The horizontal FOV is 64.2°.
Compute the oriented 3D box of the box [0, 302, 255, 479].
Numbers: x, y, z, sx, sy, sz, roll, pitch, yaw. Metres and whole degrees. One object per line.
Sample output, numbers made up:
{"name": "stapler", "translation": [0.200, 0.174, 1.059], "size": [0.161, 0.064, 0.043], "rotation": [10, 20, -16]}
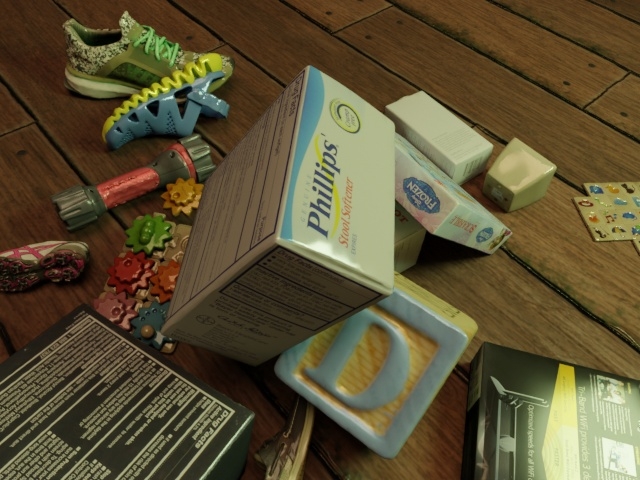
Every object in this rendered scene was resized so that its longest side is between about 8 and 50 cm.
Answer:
{"name": "box", "translation": [-0.286, 0.285, 0.617], "size": [0.294, 0.183, 0.296], "rotation": [27, 43, 17]}

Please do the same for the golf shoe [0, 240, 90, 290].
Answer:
{"name": "golf shoe", "translation": [-0.505, 0.041, 0.901], "size": [0.186, 0.067, 0.086], "rotation": [-6, 26, -8]}

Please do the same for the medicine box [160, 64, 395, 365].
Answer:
{"name": "medicine box", "translation": [-0.053, -0.017, 0.651], "size": [0.149, 0.289, 0.263], "rotation": [27, 50, -26]}

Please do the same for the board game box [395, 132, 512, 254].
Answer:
{"name": "board game box", "translation": [0.174, -0.116, 0.932], "size": [0.318, 0.066, 0.318], "rotation": [50, 20, 29]}

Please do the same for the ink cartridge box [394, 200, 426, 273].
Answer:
{"name": "ink cartridge box", "translation": [0.000, 0.000, 0.914], "size": [0.306, 0.131, 0.226], "rotation": [-25, 57, -22]}

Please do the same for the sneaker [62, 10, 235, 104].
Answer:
{"name": "sneaker", "translation": [-0.409, -0.434, 1.192], "size": [0.410, 0.182, 0.158], "rotation": [-2, 52, -6]}

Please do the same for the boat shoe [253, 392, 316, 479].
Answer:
{"name": "boat shoe", "translation": [-0.058, 0.307, 0.704], "size": [0.073, 0.080, 0.224], "rotation": [13, 57, 1]}

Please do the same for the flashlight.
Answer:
{"name": "flashlight", "translation": [-0.357, -0.111, 0.997], "size": [0.304, 0.103, 0.103], "rotation": [-28, 62, -24]}

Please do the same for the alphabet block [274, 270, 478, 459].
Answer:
{"name": "alphabet block", "translation": [0.087, 0.149, 0.717], "size": [0.193, 0.197, 0.192], "rotation": [34, 98, 20]}

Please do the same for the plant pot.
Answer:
{"name": "plant pot", "translation": [0.400, -0.125, 1.057], "size": [0.096, 0.109, 0.109], "rotation": [-37, 62, -14]}

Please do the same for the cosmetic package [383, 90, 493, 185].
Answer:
{"name": "cosmetic package", "translation": [0.253, -0.227, 1.137], "size": [0.117, 0.085, 0.231], "rotation": [-26, 56, -22]}

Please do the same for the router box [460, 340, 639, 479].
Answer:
{"name": "router box", "translation": [0.329, 0.319, 0.717], "size": [0.242, 0.081, 0.309], "rotation": [14, 53, 7]}

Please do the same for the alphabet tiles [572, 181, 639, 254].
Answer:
{"name": "alphabet tiles", "translation": [0.664, -0.049, 1.071], "size": [0.237, 0.009, 0.198], "rotation": [-3, 53, -5]}

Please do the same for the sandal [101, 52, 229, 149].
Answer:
{"name": "sandal", "translation": [-0.327, -0.284, 1.126], "size": [0.317, 0.138, 0.126], "rotation": [-34, 17, -10]}

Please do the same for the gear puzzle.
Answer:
{"name": "gear puzzle", "translation": [-0.276, 0.023, 0.900], "size": [0.175, 0.044, 0.339], "rotation": [12, 62, 5]}
